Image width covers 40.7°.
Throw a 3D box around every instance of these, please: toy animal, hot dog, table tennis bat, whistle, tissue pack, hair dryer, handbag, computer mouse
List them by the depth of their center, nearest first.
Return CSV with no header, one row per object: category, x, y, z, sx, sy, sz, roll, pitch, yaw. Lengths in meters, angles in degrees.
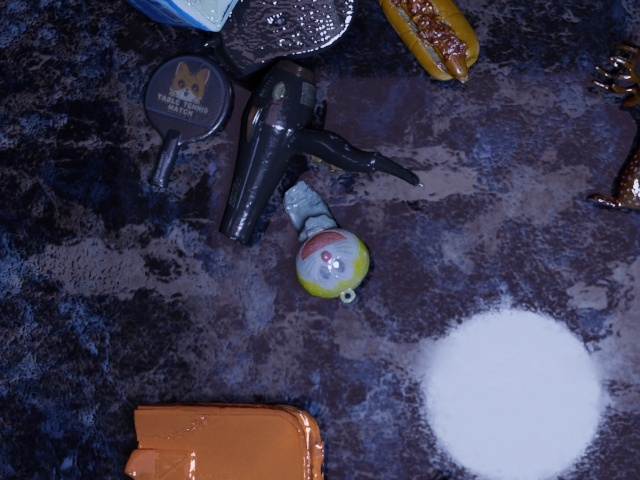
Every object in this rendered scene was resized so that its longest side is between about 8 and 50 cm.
toy animal,0.509,-0.153,1.310,0.259,0.087,0.244,27,88,6
hair dryer,-0.004,-0.104,1.311,0.359,0.120,0.304,22,92,37
tissue pack,-0.246,-0.433,1.322,0.198,0.263,0.146,33,89,-32
handbag,-0.149,0.462,1.347,0.303,0.116,0.410,-1,85,11
whistle,0.000,0.000,1.362,0.122,0.123,0.223,-28,68,5
hot dog,0.168,-0.357,1.378,0.102,0.076,0.249,-34,81,1
computer mouse,-0.068,-0.360,1.407,0.264,0.088,0.147,-16,101,2
table tennis bat,-0.235,-0.201,1.452,0.150,0.027,0.236,18,86,9
